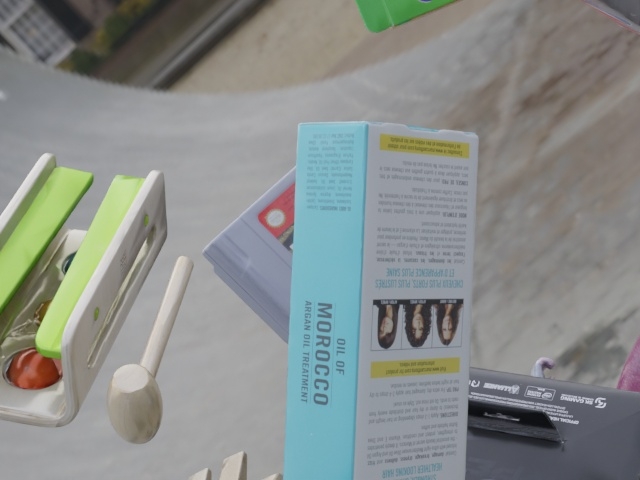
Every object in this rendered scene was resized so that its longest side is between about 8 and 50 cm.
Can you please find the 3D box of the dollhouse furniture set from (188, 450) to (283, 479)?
[{"bbox_3d":[-0.005,0.358,1.639,0.259,0.262,0.135,-31,34,44],"label":"dollhouse furniture set"}]

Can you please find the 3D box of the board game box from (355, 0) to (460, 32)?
[{"bbox_3d":[0.143,-0.301,1.386,0.259,0.124,0.039,-22,1,-2],"label":"board game box"}]

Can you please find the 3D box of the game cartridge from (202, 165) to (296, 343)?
[{"bbox_3d":[0.000,0.000,1.937,0.294,0.196,0.060,-45,2,-39],"label":"game cartridge"}]

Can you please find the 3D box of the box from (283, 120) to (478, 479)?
[{"bbox_3d":[0.036,0.055,0.851,0.100,0.244,0.060,2,1,-44],"label":"box"}]

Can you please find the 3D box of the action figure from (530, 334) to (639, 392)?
[{"bbox_3d":[0.372,0.244,1.623,0.370,0.248,0.276,-57,22,19],"label":"action figure"}]

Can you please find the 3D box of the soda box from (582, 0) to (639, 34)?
[{"bbox_3d":[0.324,-0.306,1.613,0.083,0.263,0.092,31,100,37],"label":"soda box"}]

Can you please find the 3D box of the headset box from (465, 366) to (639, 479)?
[{"bbox_3d":[0.180,0.207,1.157,0.218,0.293,0.110,6,59,30],"label":"headset box"}]

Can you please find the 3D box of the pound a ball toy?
[{"bbox_3d":[-0.207,0.067,1.318,0.319,0.208,0.136,-72,-12,-52],"label":"pound a ball toy"}]
